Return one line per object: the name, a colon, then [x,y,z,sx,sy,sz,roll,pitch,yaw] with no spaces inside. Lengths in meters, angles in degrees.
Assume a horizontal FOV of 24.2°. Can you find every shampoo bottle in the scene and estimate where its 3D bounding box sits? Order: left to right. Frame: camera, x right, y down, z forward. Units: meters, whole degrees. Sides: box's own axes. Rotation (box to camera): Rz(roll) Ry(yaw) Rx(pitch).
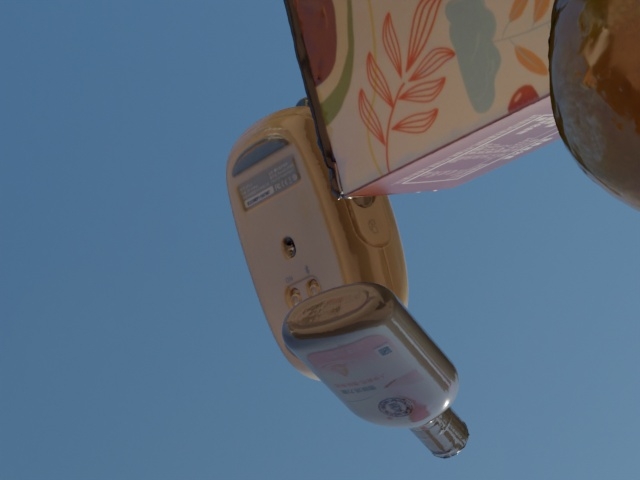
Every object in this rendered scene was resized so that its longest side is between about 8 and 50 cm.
shampoo bottle: [0.046,0.088,0.960,0.080,0.165,0.040,-19,-135,23]

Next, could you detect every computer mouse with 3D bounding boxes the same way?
computer mouse: [0.000,0.000,1.259,0.082,0.145,0.237,-7,-106,-44]

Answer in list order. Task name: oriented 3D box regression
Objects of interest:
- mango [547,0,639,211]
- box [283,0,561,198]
mango: [0.247,-0.108,0.638,0.316,0.146,0.193,-22,-128,0]
box: [0.127,-0.248,0.953,0.122,0.385,0.345,-5,-103,-40]
